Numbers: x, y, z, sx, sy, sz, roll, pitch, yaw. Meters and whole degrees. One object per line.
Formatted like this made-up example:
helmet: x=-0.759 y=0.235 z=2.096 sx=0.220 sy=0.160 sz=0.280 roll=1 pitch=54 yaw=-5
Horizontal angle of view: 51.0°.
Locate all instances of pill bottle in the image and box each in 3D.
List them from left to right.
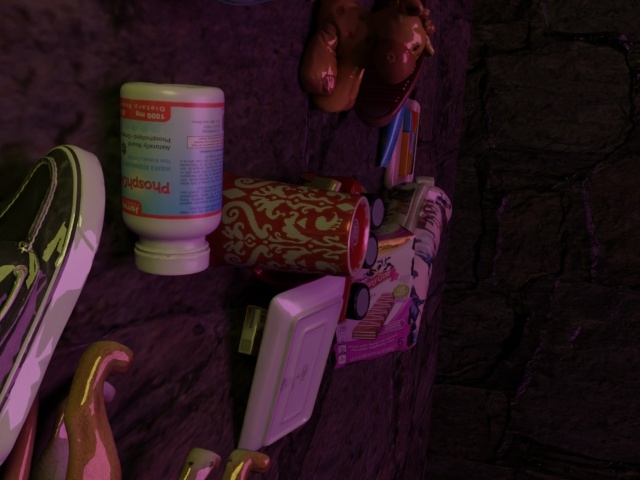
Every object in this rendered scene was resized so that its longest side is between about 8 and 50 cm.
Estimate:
pill bottle: x=-0.129 y=-0.055 z=0.587 sx=0.087 sy=0.087 sz=0.160 roll=-32 pitch=127 yaw=-68

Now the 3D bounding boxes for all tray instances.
tray: x=-0.032 y=0.172 z=0.903 sx=0.145 sy=0.030 sz=0.270 roll=-18 pitch=131 yaw=-46

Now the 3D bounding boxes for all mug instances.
mug: x=-0.031 y=-0.010 z=0.775 sx=0.150 sy=0.169 sz=0.113 roll=43 pitch=55 yaw=-68

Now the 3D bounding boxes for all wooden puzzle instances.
wooden puzzle: x=0.209 y=-0.237 z=1.642 sx=0.239 sy=0.044 sz=0.220 roll=-23 pitch=119 yaw=-70

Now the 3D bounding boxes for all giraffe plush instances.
giraffe plush: x=0.080 y=-0.293 z=1.004 sx=0.181 sy=0.171 sz=0.210 roll=-34 pitch=129 yaw=-67

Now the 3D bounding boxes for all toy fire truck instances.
toy fire truck: x=0.000 y=0.000 z=0.950 sx=0.246 sy=0.159 sz=0.217 roll=27 pitch=72 yaw=-59

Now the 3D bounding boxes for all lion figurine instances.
lion figurine: x=-0.153 y=0.253 z=0.532 sx=0.392 sy=0.142 sz=0.240 roll=48 pitch=47 yaw=-39

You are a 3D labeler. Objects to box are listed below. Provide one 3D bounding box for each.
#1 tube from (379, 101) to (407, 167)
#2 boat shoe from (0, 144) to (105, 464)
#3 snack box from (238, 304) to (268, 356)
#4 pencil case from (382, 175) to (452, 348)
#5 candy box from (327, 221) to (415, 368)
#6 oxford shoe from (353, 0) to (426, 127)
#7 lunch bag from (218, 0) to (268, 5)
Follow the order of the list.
tube: x=0.160 y=-0.262 z=1.481 sx=0.080 sy=0.052 sz=0.207 roll=-14 pitch=116 yaw=-66
boat shoe: x=-0.199 y=0.031 z=0.416 sx=0.070 sy=0.078 sz=0.219 roll=33 pitch=63 yaw=-46
snack box: x=-0.069 y=0.137 z=0.960 sx=0.178 sy=0.022 sz=0.064 roll=41 pitch=57 yaw=-69
pencil case: x=0.173 y=0.045 z=1.453 sx=0.183 sy=0.160 sz=0.410 roll=108 pitch=4 yaw=-51
candy box: x=0.079 y=0.096 z=1.184 sx=0.071 sy=0.159 sz=0.233 roll=-139 pitch=-137 yaw=-57
oxford shoe: x=0.141 y=-0.327 z=1.274 sx=0.130 sy=0.123 sz=0.348 roll=81 pitch=25 yaw=-56
lunch bag: x=-0.056 y=-0.291 z=0.497 sx=0.279 sy=0.224 sz=0.107 roll=21 pitch=60 yaw=-68
